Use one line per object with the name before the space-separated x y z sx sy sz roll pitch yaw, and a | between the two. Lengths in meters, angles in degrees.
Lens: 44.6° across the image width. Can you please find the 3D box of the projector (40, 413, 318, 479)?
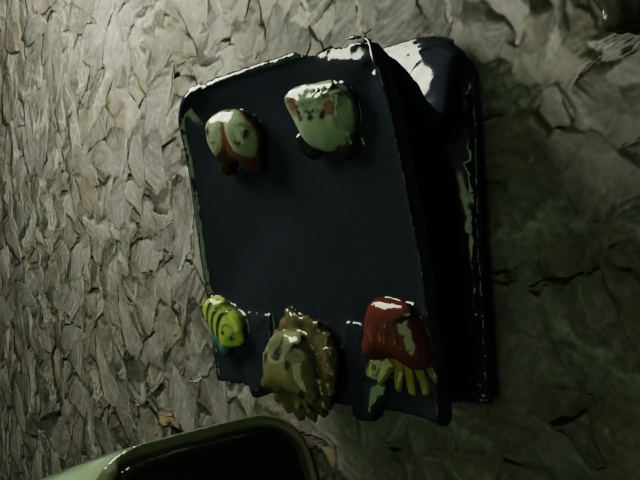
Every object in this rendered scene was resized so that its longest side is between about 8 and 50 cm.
projector | -0.155 0.337 0.817 0.249 0.248 0.248 -29 71 48

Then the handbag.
handbag | 0.000 0.000 0.699 0.303 0.122 0.329 -1 95 50

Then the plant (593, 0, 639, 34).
plant | 0.197 -0.254 0.407 0.149 0.146 0.274 -6 89 53
